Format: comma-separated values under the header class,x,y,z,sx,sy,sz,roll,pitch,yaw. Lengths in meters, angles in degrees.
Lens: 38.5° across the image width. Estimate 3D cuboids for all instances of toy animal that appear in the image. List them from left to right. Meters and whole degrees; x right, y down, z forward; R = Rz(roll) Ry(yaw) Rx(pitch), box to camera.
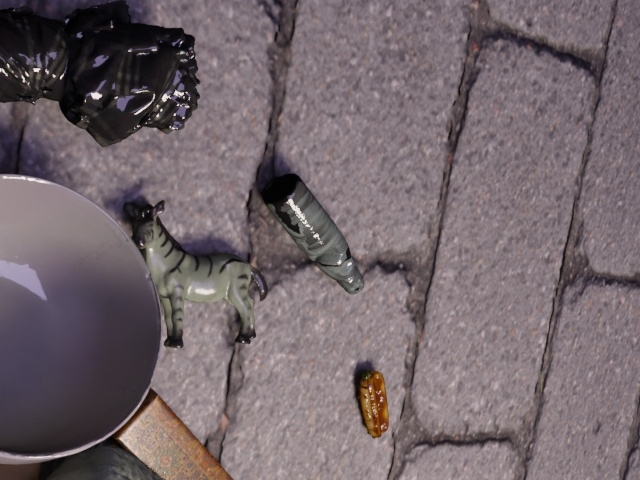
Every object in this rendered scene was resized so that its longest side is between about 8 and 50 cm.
class,x,y,z,sx,sy,sz,roll,pitch,yaw
toy animal,-0.152,0.044,1.133,0.217,0.073,0.176,4,83,-43

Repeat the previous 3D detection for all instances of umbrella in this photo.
class,x,y,z,sx,sy,sz,roll,pitch,yaw
umbrella,-0.292,-0.168,0.949,0.336,0.128,0.154,-11,92,-30

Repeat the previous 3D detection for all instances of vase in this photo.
class,x,y,z,sx,sy,sz,roll,pitch,yaw
vase,0.000,0.000,1.246,0.060,0.060,0.211,-50,127,-18

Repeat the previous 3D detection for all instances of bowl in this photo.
class,x,y,z,sx,sy,sz,roll,pitch,yaw
bowl,-0.318,0.089,0.927,0.287,0.143,0.287,19,58,-34

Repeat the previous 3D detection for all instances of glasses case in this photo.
class,x,y,z,sx,sy,sz,roll,pitch,yaw
glasses case,-0.184,0.284,1.173,0.075,0.049,0.218,-47,124,-21

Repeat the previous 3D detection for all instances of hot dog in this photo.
class,x,y,z,sx,sy,sz,roll,pitch,yaw
hot dog,0.078,0.247,1.381,0.049,0.037,0.122,-30,123,-42

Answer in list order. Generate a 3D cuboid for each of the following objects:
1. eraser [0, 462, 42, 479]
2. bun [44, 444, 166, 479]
class,x,y,z,sx,sy,sz,roll,pitch,yaw
eraser,-0.433,0.253,0.894,0.343,0.078,0.144,-1,105,-54
bun,-0.206,0.394,0.992,0.194,0.354,0.354,-35,122,-3
